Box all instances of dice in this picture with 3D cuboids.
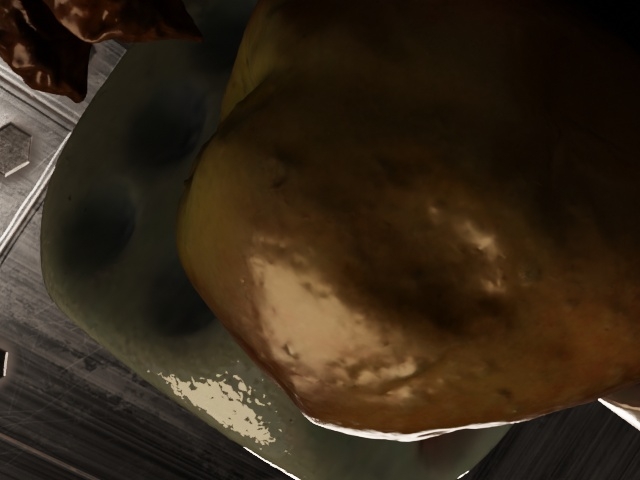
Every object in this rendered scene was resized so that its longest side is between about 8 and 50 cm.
[{"bbox_3d":[0.000,0.000,1.064,0.264,0.268,0.262,33,179,40],"label":"dice"}]

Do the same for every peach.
[{"bbox_3d":[0.059,-0.010,0.688,0.235,0.214,0.214,27,179,1],"label":"peach"}]

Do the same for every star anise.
[{"bbox_3d":[-0.157,-0.163,0.858,0.212,0.111,0.196,18,150,4],"label":"star anise"}]

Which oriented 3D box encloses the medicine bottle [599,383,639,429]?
[{"bbox_3d":[0.265,0.090,0.951,0.130,0.130,0.341,32,178,41],"label":"medicine bottle"}]
